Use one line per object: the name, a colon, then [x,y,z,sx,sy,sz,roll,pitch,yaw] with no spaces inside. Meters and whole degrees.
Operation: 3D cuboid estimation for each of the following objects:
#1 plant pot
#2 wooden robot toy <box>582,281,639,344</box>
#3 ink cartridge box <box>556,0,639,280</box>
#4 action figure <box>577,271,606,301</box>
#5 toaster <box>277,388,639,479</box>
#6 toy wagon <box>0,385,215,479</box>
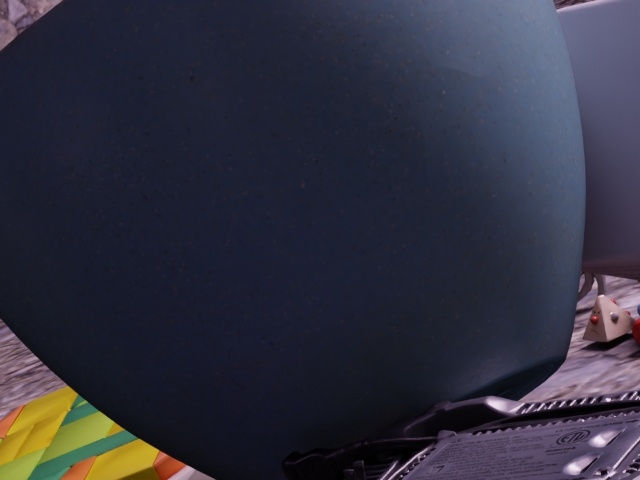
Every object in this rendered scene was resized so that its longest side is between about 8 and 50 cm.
plant pot: [0.000,0.000,0.834,0.290,0.195,0.290,-28,-13,-7]
wooden robot toy: [0.233,0.017,1.223,0.173,0.079,0.076,-13,12,37]
ink cartridge box: [0.288,-0.036,0.913,0.307,0.129,0.223,9,-10,-38]
action figure: [0.176,-0.026,1.406,0.275,0.141,0.164,-10,14,4]
toaster: [0.089,0.135,0.676,0.227,0.146,0.129,-12,12,34]
toy wagon: [-0.163,0.157,1.161,0.344,0.068,0.267,-22,16,16]
